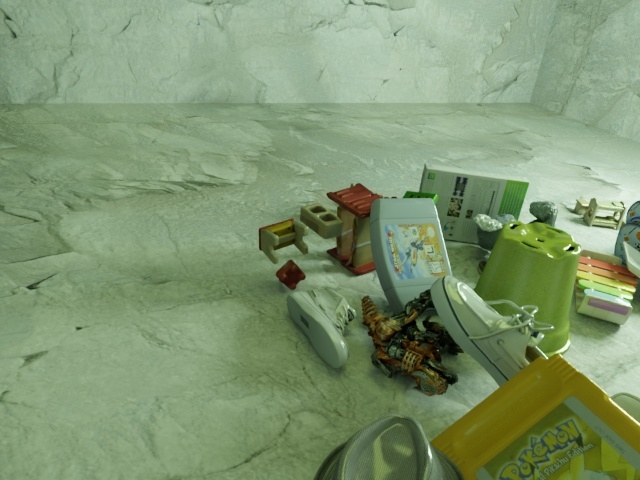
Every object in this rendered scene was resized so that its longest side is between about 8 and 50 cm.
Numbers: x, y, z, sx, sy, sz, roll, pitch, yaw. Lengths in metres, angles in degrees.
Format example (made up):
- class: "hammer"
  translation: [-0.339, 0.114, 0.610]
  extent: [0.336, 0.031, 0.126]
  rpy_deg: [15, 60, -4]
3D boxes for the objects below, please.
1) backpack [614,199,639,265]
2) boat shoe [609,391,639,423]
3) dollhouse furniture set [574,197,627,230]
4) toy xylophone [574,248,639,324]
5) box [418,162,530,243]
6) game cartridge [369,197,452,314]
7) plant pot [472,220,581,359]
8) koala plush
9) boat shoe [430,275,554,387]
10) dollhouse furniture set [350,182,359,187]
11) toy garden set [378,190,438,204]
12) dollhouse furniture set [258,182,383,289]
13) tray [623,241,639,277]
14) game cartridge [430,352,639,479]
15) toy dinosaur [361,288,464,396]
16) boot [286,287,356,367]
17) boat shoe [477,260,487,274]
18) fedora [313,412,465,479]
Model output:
- class: "backpack"
  translation: [1.039, -0.017, 1.759]
  extent: [0.213, 0.263, 0.276]
  rpy_deg: [-26, 39, -23]
- class: "boat shoe"
  translation: [0.607, 0.384, 1.027]
  extent: [0.095, 0.079, 0.254]
  rpy_deg: [-37, 39, 3]
- class: "dollhouse furniture set"
  translation: [1.067, -0.119, 2.145]
  extent: [0.181, 0.101, 0.161]
  rpy_deg: [7, 27, -2]
- class: "toy xylophone"
  translation: [0.801, 0.136, 1.592]
  extent: [0.236, 0.081, 0.323]
  rpy_deg: [12, 27, 8]
- class: "box"
  translation: [0.463, -0.107, 1.816]
  extent: [0.321, 0.232, 0.058]
  rpy_deg: [9, 27, 1]
- class: "game cartridge"
  translation: [0.226, 0.034, 1.459]
  extent: [0.198, 0.297, 0.062]
  rpy_deg: [-2, -18, -30]
- class: "plant pot"
  translation: [0.493, 0.100, 1.389]
  extent: [0.276, 0.254, 0.276]
  rpy_deg: [6, 26, -3]
- class: "koala plush"
  translation: [0.565, -0.012, 1.717]
  extent: [0.221, 0.196, 0.203]
  rpy_deg: [15, 71, 25]
- class: "boat shoe"
  translation: [0.375, 0.190, 1.103]
  extent: [0.367, 0.156, 0.136]
  rpy_deg: [53, 34, 13]
- class: "dollhouse furniture set"
  translation: [0.174, -0.141, 1.927]
  extent: [0.151, 0.123, 0.144]
  rpy_deg: [-3, 28, -20]
- class: "toy garden set"
  translation: [0.220, -0.048, 1.759]
  extent: [0.203, 0.049, 0.244]
  rpy_deg: [11, 56, 40]
- class: "dollhouse furniture set"
  translation: [0.000, 0.000, 1.535]
  extent: [0.374, 0.201, 0.152]
  rpy_deg: [-17, 35, -29]
- class: "tray"
  translation: [0.963, 0.118, 1.632]
  extent: [0.270, 0.030, 0.145]
  rpy_deg: [37, 30, 4]
- class: "game cartridge"
  translation: [0.364, 0.354, 0.900]
  extent: [0.285, 0.053, 0.324]
  rpy_deg: [-38, 37, -2]
- class: "toy dinosaur"
  translation: [0.188, 0.198, 1.247]
  extent: [0.218, 0.164, 0.322]
  rpy_deg: [-21, 53, -21]
- class: "boot"
  translation: [0.029, 0.177, 1.285]
  extent: [0.123, 0.095, 0.258]
  rpy_deg: [-13, 31, -23]
- class: "boat shoe"
  translation: [0.495, 0.092, 1.632]
  extent: [0.056, 0.049, 0.152]
  rpy_deg: [-2, 27, -16]
- class: "fedora"
  translation: [0.102, 0.359, 0.876]
  extent: [0.243, 0.124, 0.275]
  rpy_deg: [14, 34, 25]
